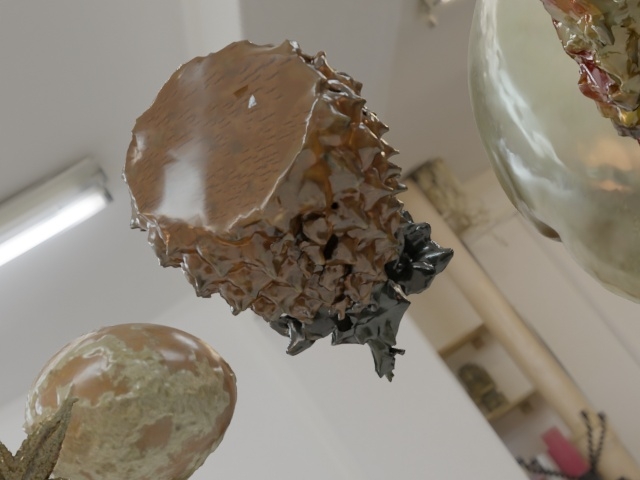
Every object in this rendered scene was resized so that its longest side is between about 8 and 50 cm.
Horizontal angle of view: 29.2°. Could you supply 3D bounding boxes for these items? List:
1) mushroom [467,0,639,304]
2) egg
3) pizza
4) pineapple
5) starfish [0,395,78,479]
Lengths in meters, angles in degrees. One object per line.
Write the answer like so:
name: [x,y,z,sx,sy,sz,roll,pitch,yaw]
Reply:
mushroom: [0.261,-0.123,0.672,0.356,0.315,0.315,-21,-23,-19]
egg: [-0.203,0.182,1.332,0.233,0.195,0.195,-21,-23,-21]
pizza: [0.102,-0.085,0.398,0.062,0.188,0.199,-8,-4,28]
pineapple: [0.000,-0.002,1.068,0.223,0.223,0.357,-37,-42,5]
starfish: [-0.126,0.106,0.500,0.092,0.086,0.016,-4,10,-16]
